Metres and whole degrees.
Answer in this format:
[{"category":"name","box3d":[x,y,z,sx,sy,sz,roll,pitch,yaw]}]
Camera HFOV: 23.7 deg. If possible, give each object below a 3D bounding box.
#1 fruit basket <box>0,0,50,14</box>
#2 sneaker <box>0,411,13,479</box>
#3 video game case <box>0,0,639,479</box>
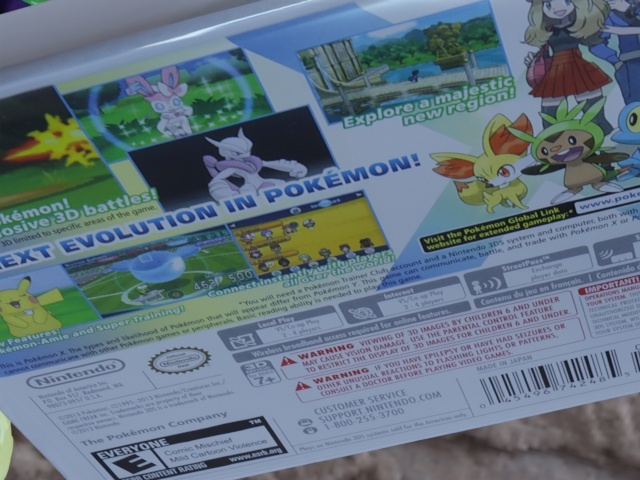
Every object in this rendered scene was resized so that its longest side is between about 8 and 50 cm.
[{"category":"fruit basket","box3d":[-0.094,-0.246,1.078,0.283,0.392,0.392,49,49,-47]},{"category":"sneaker","box3d":[-0.259,0.057,1.062,0.126,0.091,0.240,105,-32,-49]},{"category":"video game case","box3d":[0.000,0.000,0.610,0.300,0.329,0.036,63,18,-51]}]
